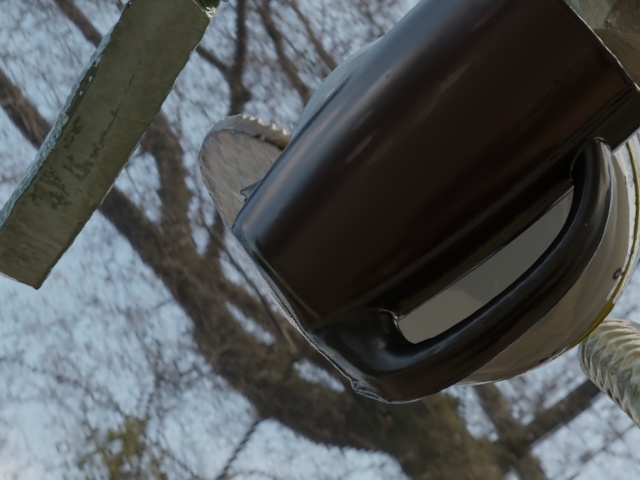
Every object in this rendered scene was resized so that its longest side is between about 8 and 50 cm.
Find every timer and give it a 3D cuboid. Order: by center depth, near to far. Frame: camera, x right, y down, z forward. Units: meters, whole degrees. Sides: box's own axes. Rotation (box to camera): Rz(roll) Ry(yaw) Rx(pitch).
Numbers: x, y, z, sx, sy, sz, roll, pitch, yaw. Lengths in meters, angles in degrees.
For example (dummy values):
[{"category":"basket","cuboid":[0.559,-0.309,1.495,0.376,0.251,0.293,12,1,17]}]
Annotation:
[{"category":"timer","cuboid":[0.122,-0.030,1.237,0.285,0.285,0.285,-11,-55,-17]}]

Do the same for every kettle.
[{"category":"kettle","cuboid":[0.072,-0.027,0.955,0.232,0.202,0.144,-44,-31,3]}]

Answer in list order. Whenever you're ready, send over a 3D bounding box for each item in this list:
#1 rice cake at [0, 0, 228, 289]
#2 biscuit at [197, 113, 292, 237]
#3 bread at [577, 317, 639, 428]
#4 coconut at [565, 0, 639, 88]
[{"category":"rice cake","cuboid":[-0.161,-0.090,1.232,0.066,0.063,0.336,27,-53,-16]},{"category":"biscuit","cuboid":[0.000,0.000,1.672,0.040,0.318,0.318,-45,-48,-23]},{"category":"bread","cuboid":[0.279,0.118,1.412,0.084,0.367,0.077,-8,-85,1]},{"category":"coconut","cuboid":[0.228,-0.176,1.110,0.183,0.171,0.171,18,-67,-26]}]
